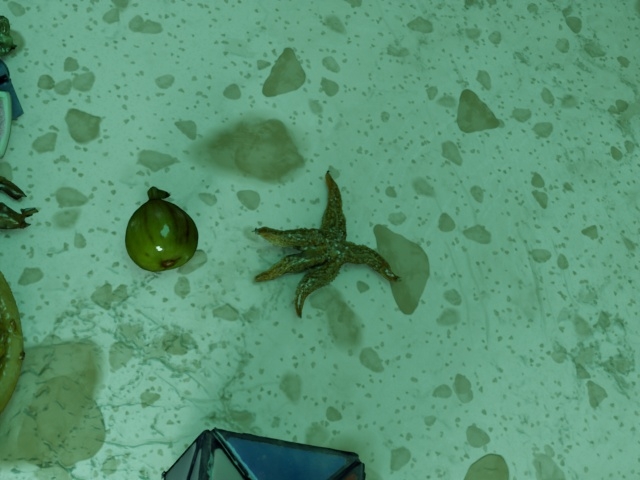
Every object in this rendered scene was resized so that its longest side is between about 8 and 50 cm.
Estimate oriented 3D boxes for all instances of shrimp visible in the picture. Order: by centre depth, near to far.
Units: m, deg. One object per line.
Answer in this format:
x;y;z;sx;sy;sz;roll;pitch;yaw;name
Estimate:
-0.652;-0.081;2.044;0.187;0.052;0.132;19;60;-4;shrimp

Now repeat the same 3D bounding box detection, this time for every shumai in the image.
-0.698;-0.431;2.198;0.083;0.082;0.080;-22;72;-4;shumai

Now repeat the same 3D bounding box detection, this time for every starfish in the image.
-0.016;0.012;2.185;0.293;0.084;0.301;-23;77;-28;starfish

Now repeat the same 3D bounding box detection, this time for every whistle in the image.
-0.688;-0.329;2.154;0.090;0.090;0.158;-29;115;-28;whistle

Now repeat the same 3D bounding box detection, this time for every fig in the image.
-0.320;-0.032;2.074;0.148;0.142;0.186;1;74;-47;fig

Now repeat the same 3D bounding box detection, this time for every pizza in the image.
-0.683;0.175;1.878;0.277;0.114;0.409;6;60;-20;pizza

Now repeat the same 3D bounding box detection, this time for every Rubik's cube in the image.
-0.112;0.526;1.761;0.305;0.310;0.307;14;60;-17;Rubik's cube

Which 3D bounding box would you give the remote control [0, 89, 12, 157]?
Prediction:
-0.799;-0.253;2.059;0.344;0.050;0.145;7;89;-15;remote control
